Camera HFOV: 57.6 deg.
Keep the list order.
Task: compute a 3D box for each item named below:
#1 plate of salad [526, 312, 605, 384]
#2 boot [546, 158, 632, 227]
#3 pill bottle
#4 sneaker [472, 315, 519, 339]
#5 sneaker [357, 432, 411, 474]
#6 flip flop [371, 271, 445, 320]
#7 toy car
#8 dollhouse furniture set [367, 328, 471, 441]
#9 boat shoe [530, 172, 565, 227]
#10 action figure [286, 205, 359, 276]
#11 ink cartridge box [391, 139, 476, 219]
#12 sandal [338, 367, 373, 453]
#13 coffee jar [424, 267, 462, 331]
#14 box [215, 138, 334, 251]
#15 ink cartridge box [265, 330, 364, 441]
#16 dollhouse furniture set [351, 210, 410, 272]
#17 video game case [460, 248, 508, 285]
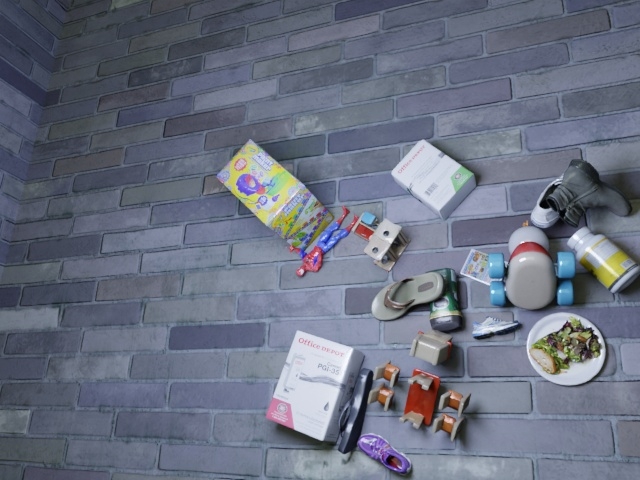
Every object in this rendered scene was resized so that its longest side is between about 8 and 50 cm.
[{"bbox_3d":[0.667,0.292,1.587,0.200,0.048,0.200,-8,66,20],"label":"plate of salad"},{"bbox_3d":[0.743,-0.098,1.627,0.161,0.246,0.083,-57,17,-5],"label":"boot"},{"bbox_3d":[0.777,0.049,1.603,0.103,0.103,0.184,-40,60,4],"label":"pill bottle"},{"bbox_3d":[0.501,0.241,1.675,0.135,0.052,0.058,-15,61,16],"label":"sneaker"},{"bbox_3d":[0.180,0.604,1.656,0.170,0.071,0.068,21,79,29],"label":"sneaker"},{"bbox_3d":[0.250,0.164,1.752,0.277,0.080,0.112,-27,61,44],"label":"flip flop"},{"bbox_3d":[0.596,0.052,1.661,0.219,0.210,0.238,-2,41,18],"label":"toy car"},{"bbox_3d":[0.298,0.395,1.650,0.262,0.135,0.259,17,104,28],"label":"dollhouse furniture set"},{"bbox_3d":[0.707,-0.141,1.682,0.095,0.084,0.258,32,64,27],"label":"boat shoe"},{"bbox_3d":[0.000,0.000,1.935,0.091,0.139,0.280,39,90,31],"label":"action figure"},{"bbox_3d":[0.364,-0.198,1.878,0.160,0.092,0.219,-46,60,0],"label":"ink cartridge box"},{"bbox_3d":[0.098,0.503,1.722,0.054,0.097,0.254,8,63,24],"label":"sandal"},{"bbox_3d":[0.367,0.180,1.737,0.096,0.079,0.184,-13,65,23],"label":"coffee jar"},{"bbox_3d":[-0.148,-0.146,1.967,0.177,0.279,0.290,-47,60,0],"label":"box"},{"bbox_3d":[-0.015,0.440,1.774,0.207,0.117,0.283,13,76,27],"label":"ink cartridge box"},{"bbox_3d":[0.166,-0.008,1.866,0.184,0.129,0.129,31,84,28],"label":"dollhouse furniture set"},{"bbox_3d":[0.497,0.085,1.760,0.122,0.011,0.087,23,81,28],"label":"video game case"}]
